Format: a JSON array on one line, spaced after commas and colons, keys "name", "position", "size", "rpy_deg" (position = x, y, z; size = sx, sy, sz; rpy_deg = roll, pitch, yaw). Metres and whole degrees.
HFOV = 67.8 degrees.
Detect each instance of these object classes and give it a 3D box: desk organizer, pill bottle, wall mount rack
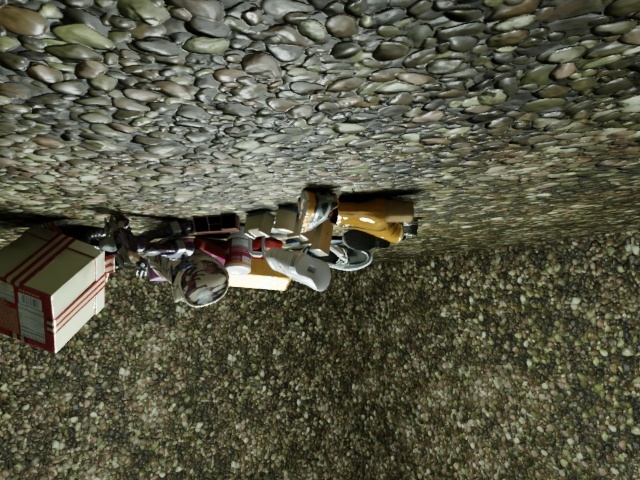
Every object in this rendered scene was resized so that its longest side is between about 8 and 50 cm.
[{"name": "desk organizer", "position": [-0.303, -0.048, 1.384], "size": [0.130, 0.047, 0.050], "rpy_deg": [-3, 171, 1]}, {"name": "pill bottle", "position": [-0.272, 0.033, 1.584], "size": [0.086, 0.152, 0.086], "rpy_deg": [-1, 153, -1]}, {"name": "wall mount rack", "position": [-0.070, 0.006, 1.599], "size": [0.303, 0.131, 0.350], "rpy_deg": [-4, 174, 5]}]

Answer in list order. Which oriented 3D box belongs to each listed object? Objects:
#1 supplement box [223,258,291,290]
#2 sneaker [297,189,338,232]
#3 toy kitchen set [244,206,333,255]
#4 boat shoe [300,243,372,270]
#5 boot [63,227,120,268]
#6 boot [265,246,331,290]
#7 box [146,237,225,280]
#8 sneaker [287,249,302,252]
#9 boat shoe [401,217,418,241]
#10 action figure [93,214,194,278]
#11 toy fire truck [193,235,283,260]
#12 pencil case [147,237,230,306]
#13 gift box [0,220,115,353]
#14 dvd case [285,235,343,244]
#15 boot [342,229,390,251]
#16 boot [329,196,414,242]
[{"name": "supplement box", "position": [-0.222, 0.117, 1.674], "size": [0.233, 0.080, 0.078], "rpy_deg": [5, 134, -24]}, {"name": "sneaker", "position": [-0.011, -0.070, 1.177], "size": [0.083, 0.084, 0.215], "rpy_deg": [-7, 174, -10]}, {"name": "toy kitchen set", "position": [-0.090, -0.042, 1.394], "size": [0.166, 0.122, 0.207], "rpy_deg": [-7, 152, 37]}, {"name": "boat shoe", "position": [0.079, 0.077, 2.142], "size": [0.334, 0.121, 0.119], "rpy_deg": [-1, 177, -9]}, {"name": "boot", "position": [-0.755, 0.044, 1.608], "size": [0.260, 0.131, 0.348], "rpy_deg": [-5, 173, 16]}, {"name": "boot", "position": [-0.066, 0.080, 1.475], "size": [0.123, 0.095, 0.258], "rpy_deg": [16, 166, 30]}, {"name": "box", "position": [-0.546, 0.083, 1.963], "size": [0.242, 0.118, 0.213], "rpy_deg": [-18, 167, 27]}, {"name": "sneaker", "position": [-0.100, 0.087, 2.519], "size": [0.232, 0.091, 0.115], "rpy_deg": [-5, 177, 27]}, {"name": "boat shoe", "position": [0.274, -0.029, 1.716], "size": [0.077, 0.070, 0.219], "rpy_deg": [0, 173, -21]}, {"name": "action figure", "position": [-0.488, 0.011, 1.323], "size": [0.099, 0.186, 0.285], "rpy_deg": [-31, 164, 35]}, {"name": "toy fire truck", "position": [-0.307, 0.044, 1.843], "size": [0.253, 0.170, 0.302], "rpy_deg": [22, -172, 34]}, {"name": "pencil case", "position": [-0.465, 0.096, 1.622], "size": [0.183, 0.160, 0.410], "rpy_deg": [-8, -166, -31]}, {"name": "gift box", "position": [-0.744, 0.111, 1.324], "size": [0.255, 0.276, 0.258], "rpy_deg": [23, -148, 0]}, {"name": "dvd case", "position": [0.000, 0.000, 2.072], "size": [0.252, 0.022, 0.180], "rpy_deg": [3, 171, -41]}, {"name": "boot", "position": [0.152, 0.005, 1.954], "size": [0.246, 0.084, 0.161], "rpy_deg": [4, 177, -37]}, {"name": "boot", "position": [0.129, -0.060, 1.316], "size": [0.211, 0.104, 0.295], "rpy_deg": [2, 169, 1]}]
